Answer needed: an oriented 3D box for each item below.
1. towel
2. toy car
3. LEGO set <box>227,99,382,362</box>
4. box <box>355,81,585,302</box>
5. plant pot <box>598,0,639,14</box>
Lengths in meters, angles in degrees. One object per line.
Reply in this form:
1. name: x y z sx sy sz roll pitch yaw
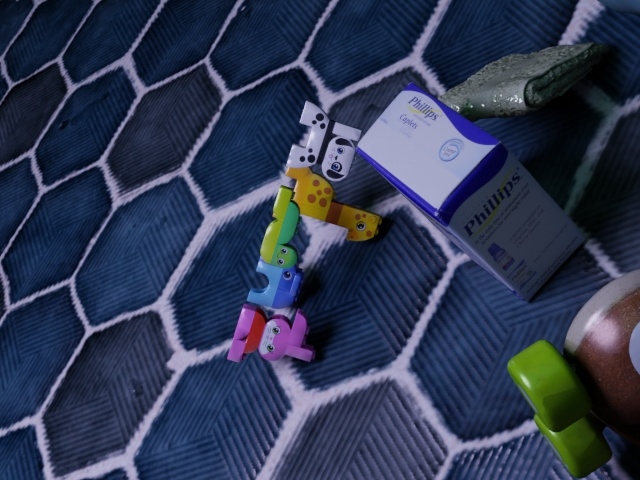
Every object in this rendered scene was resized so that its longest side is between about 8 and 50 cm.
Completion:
1. towel: 0.163 -0.133 0.971 0.110 0.027 0.148 -5 22 42
2. toy car: 0.230 0.115 0.673 0.155 0.149 0.188 -34 51 0
3. LEGO set: 0.000 0.000 1.010 0.087 0.093 0.227 -80 7 -80
4. box: 0.114 -0.037 0.895 0.072 0.137 0.126 -48 39 2
5. plant pot: 0.310 -0.257 0.827 0.271 0.272 0.255 -55 24 -9
